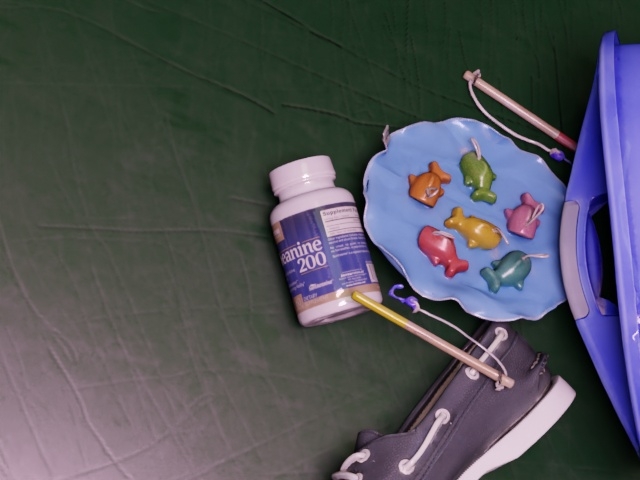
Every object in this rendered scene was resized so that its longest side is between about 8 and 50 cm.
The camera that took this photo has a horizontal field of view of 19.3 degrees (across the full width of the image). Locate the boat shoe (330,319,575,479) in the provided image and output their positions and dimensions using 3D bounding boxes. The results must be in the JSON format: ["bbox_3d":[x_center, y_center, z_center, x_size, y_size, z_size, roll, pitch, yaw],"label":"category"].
[{"bbox_3d":[0.059,0.174,1.381,0.091,0.114,0.302,49,58,1],"label":"boat shoe"}]

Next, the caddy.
[{"bbox_3d":[0.268,0.007,1.399,0.179,0.241,0.341,-6,77,12],"label":"caddy"}]

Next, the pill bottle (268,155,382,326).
[{"bbox_3d":[0.000,0.000,1.424,0.067,0.067,0.120,-13,80,-18],"label":"pill bottle"}]

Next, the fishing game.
[{"bbox_3d":[0.121,-0.024,1.436,0.189,0.041,0.264,34,51,-1],"label":"fishing game"}]
